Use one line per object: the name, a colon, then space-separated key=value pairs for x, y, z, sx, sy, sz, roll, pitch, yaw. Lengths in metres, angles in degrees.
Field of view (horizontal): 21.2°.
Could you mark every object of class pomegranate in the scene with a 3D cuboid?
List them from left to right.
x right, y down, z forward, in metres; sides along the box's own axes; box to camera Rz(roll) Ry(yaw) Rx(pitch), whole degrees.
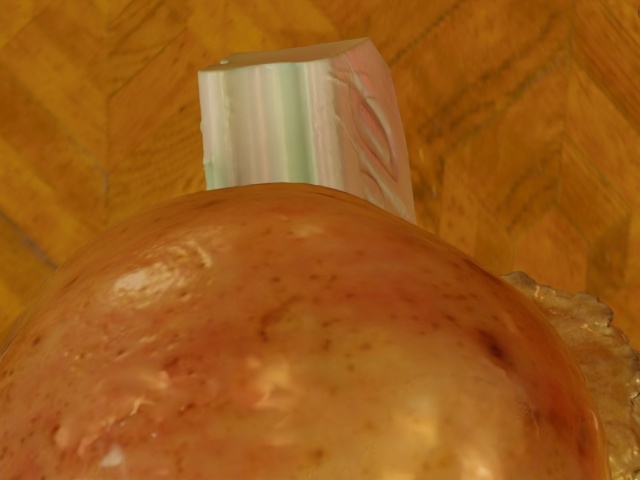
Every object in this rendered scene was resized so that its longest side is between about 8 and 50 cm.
pomegranate: x=-0.036 y=0.145 z=0.709 sx=0.338 sy=0.338 sz=0.338 roll=1 pitch=107 yaw=3

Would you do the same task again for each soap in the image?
soap: x=0.000 y=0.000 z=1.286 sx=0.115 sy=0.208 sz=0.347 roll=-13 pitch=64 yaw=16

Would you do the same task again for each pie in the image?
pie: x=0.151 y=0.159 z=1.546 sx=0.339 sy=0.339 sz=0.083 roll=-4 pitch=136 yaw=4

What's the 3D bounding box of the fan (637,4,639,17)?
fan: x=0.359 y=-0.261 z=1.425 sx=0.008 sy=0.152 sz=0.226 roll=36 pitch=97 yaw=-22
